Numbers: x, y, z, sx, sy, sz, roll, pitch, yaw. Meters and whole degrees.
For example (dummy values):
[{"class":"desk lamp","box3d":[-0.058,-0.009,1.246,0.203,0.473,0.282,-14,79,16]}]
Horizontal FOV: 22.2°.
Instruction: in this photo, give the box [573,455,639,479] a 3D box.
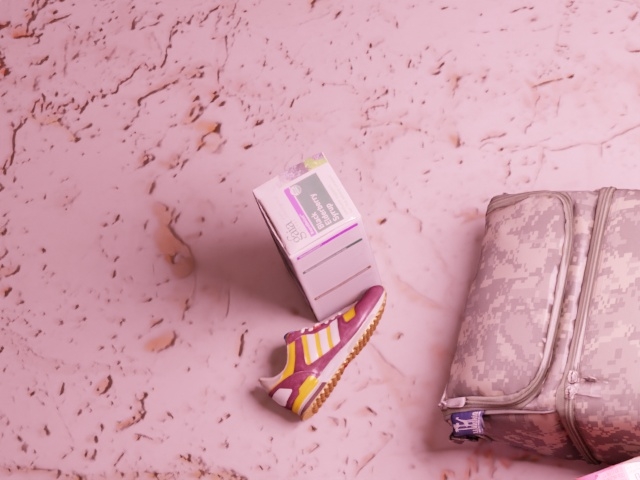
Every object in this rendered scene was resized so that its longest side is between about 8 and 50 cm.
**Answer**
[{"class":"box","box3d":[0.232,0.360,1.756,0.299,0.154,0.142,-19,69,-2]}]

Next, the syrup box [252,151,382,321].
[{"class":"syrup box","box3d":[0.000,0.000,1.873,0.096,0.237,0.093,-30,68,-4]}]

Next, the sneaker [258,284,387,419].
[{"class":"sneaker","box3d":[0.004,0.116,1.918,0.084,0.069,0.185,34,76,11]}]

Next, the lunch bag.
[{"class":"lunch bag","box3d":[0.282,0.097,1.828,0.256,0.212,0.305,4,68,26]}]
